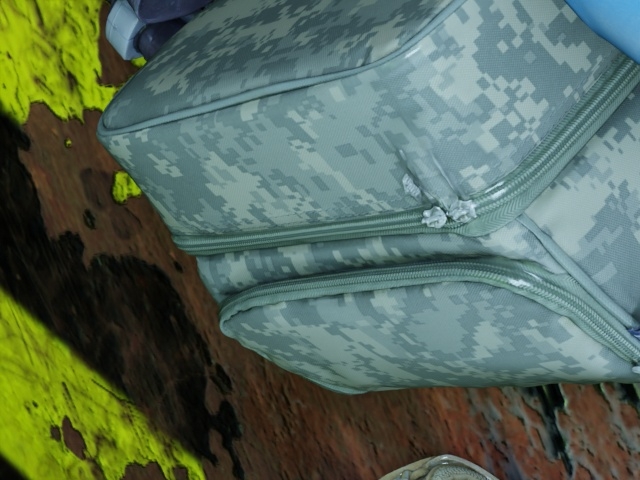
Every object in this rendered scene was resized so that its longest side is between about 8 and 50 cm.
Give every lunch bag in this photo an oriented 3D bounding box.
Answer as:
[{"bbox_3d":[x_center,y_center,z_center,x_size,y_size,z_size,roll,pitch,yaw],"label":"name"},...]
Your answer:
[{"bbox_3d":[0.069,-0.032,1.036,0.305,0.212,0.256,-8,124,48],"label":"lunch bag"}]

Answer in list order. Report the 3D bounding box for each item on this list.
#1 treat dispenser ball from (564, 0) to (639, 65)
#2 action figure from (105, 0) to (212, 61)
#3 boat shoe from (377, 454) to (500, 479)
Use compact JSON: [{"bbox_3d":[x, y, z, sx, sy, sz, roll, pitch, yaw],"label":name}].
[{"bbox_3d":[0.203,-0.186,0.729,0.288,0.288,0.288,24,129,34],"label":"treat dispenser ball"},{"bbox_3d":[-0.169,-0.214,1.246,0.285,0.099,0.185,42,144,24],"label":"action figure"},{"bbox_3d":[0.082,0.188,1.224,0.341,0.121,0.110,3,111,34],"label":"boat shoe"}]
